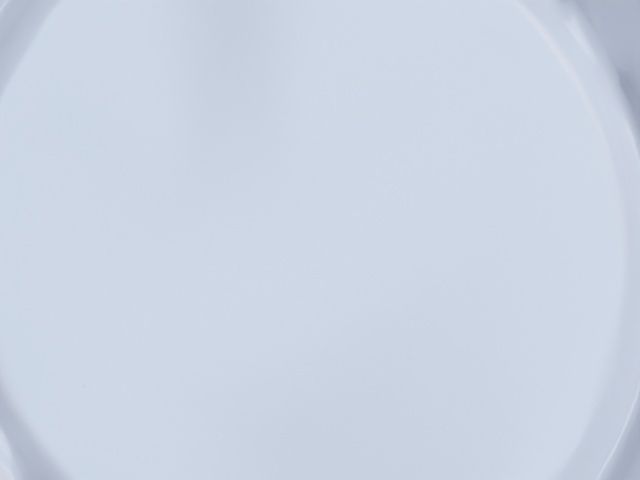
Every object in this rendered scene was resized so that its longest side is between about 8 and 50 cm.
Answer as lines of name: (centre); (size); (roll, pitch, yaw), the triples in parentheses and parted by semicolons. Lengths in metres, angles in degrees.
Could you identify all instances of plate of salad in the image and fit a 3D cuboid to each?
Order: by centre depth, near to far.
plate of salad: (0.000, 0.000, 0.368); (0.200, 0.200, 0.048); (66, -155, 1)
